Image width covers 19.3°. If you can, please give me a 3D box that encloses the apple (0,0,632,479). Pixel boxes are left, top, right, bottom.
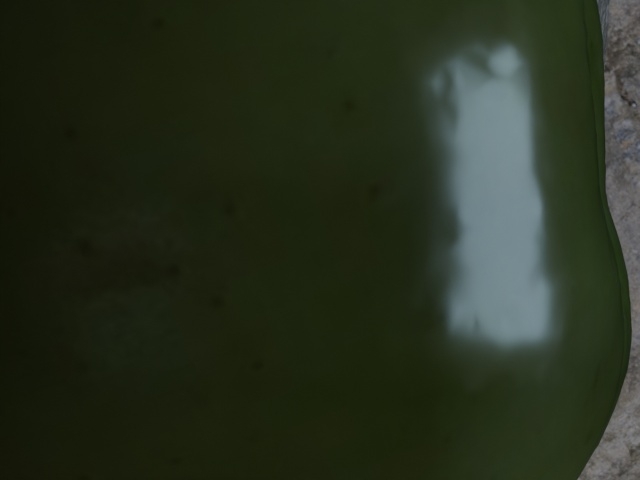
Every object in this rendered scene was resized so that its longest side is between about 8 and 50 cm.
[{"bbox_3d":[-0.054,-0.034,0.656,0.357,0.357,0.357,7,90,-74],"label":"apple"}]
